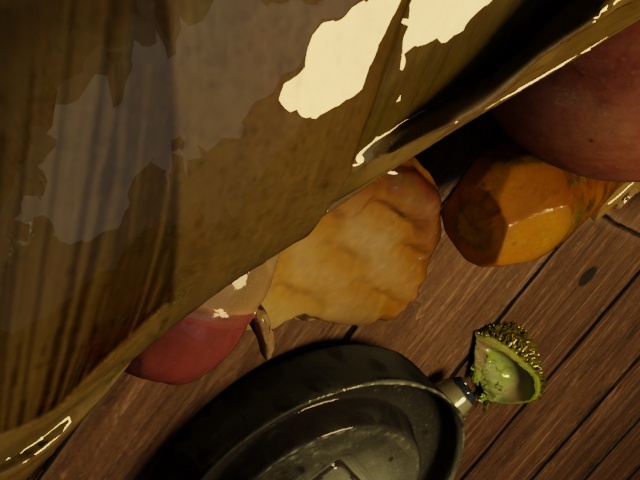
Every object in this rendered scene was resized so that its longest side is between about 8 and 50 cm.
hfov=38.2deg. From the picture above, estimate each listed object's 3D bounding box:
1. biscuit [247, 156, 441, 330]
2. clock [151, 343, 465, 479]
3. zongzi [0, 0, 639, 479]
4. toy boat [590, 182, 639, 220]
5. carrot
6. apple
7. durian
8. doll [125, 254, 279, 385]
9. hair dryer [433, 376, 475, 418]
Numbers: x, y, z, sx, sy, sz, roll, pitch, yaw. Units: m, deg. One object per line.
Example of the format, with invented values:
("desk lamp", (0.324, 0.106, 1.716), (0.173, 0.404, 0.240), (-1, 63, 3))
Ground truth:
("biscuit", (-0.001, -0.001, 0.798), (0.274, 0.091, 0.213), (11, 121, -48))
("clock", (-0.015, 0.281, 1.047), (0.386, 0.076, 0.386), (-18, 133, -21))
("zongzi", (0.013, -0.044, 0.441), (0.500, 0.218, 0.467), (-1, 105, -17))
("toy boat", (0.381, -0.104, 1.099), (0.200, 0.057, 0.077), (-45, 150, 1))
("carrot", (0.237, -0.069, 0.900), (0.302, 0.114, 0.114), (-30, 145, -38))
("apple", (0.264, -0.189, 0.723), (0.305, 0.235, 0.306), (-28, 135, -31))
("durian", (0.256, 0.176, 1.274), (0.100, 0.086, 0.215), (-8, 140, 8))
("doll", (-0.100, -0.030, 0.607), (0.152, 0.196, 0.256), (-37, 151, -59))
("hair dryer", (0.130, 0.256, 1.251), (0.167, 0.067, 0.199), (-29, 158, -5))
